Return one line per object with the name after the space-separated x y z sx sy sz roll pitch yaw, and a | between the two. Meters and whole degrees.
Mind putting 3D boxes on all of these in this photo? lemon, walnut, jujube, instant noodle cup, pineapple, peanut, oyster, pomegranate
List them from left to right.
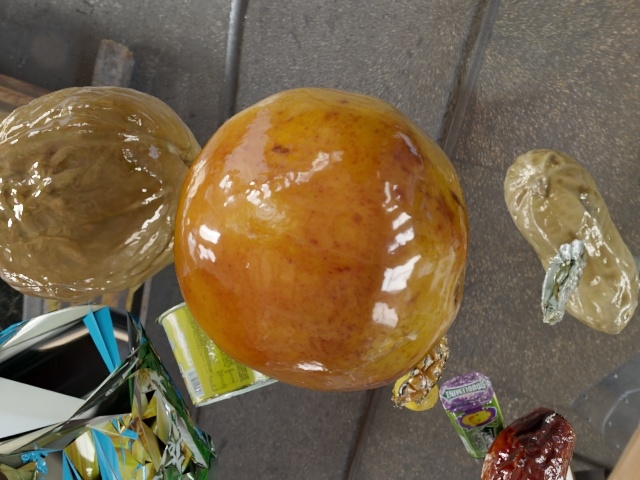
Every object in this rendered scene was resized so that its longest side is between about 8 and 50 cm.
-0.222 0.178 0.481 0.240 0.240 0.178 -2 120 15 | instant noodle cup
-0.313 -0.065 0.734 0.312 0.252 0.277 -13 103 10 | walnut
-0.146 0.169 0.863 0.204 0.205 0.153 -26 72 22 | instant noodle cup
0.000 0.000 0.472 0.264 0.264 0.265 5 113 12 | pomegranate
0.292 0.456 1.630 0.114 0.114 0.155 -39 139 24 | lemon
0.222 0.273 1.172 0.076 0.225 0.225 26 116 7 | pineapple
0.527 0.563 1.359 0.197 0.290 0.197 38 159 18 | jujube
0.323 0.052 0.700 0.037 0.098 0.100 18 155 6 | oyster
0.414 -0.001 0.881 0.140 0.153 0.325 -27 82 11 | peanut

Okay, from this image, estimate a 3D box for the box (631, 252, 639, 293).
0.622 0.088 1.169 0.123 0.093 0.172 21 148 28 | box

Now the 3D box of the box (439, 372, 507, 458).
0.418 0.471 1.432 0.134 0.097 0.346 -22 135 10 | box

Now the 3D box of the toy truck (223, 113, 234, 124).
-0.221 -0.239 1.609 0.176 0.363 0.178 34 96 6 | toy truck
